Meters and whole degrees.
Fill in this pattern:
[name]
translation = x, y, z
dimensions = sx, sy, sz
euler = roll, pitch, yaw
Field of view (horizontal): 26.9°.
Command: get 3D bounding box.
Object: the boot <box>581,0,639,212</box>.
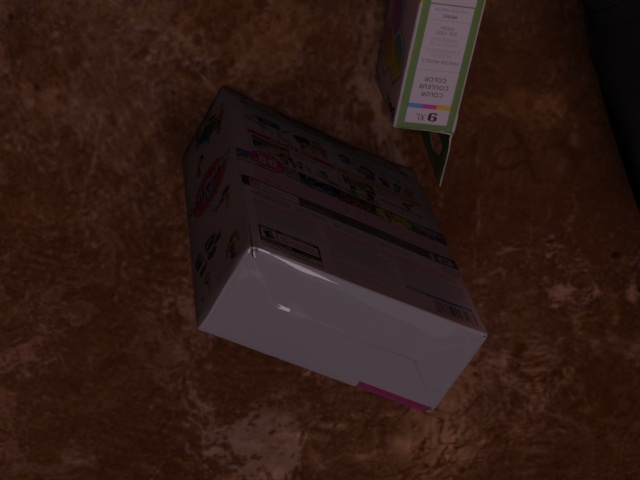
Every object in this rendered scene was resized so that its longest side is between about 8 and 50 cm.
[boot]
translation = 0.414, -0.186, 1.150
dimensions = 0.367, 0.146, 0.445
euler = -17, 119, 17

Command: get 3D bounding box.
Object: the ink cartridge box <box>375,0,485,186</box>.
[ink cartridge box]
translation = 0.095, -0.168, 1.232
dimensions = 0.062, 0.109, 0.209
euler = 4, 120, -11

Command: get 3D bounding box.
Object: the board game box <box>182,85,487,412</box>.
[board game box]
translation = 0.000, 0.000, 1.203
dimensions = 0.224, 0.303, 0.097
euler = 23, 115, -20
